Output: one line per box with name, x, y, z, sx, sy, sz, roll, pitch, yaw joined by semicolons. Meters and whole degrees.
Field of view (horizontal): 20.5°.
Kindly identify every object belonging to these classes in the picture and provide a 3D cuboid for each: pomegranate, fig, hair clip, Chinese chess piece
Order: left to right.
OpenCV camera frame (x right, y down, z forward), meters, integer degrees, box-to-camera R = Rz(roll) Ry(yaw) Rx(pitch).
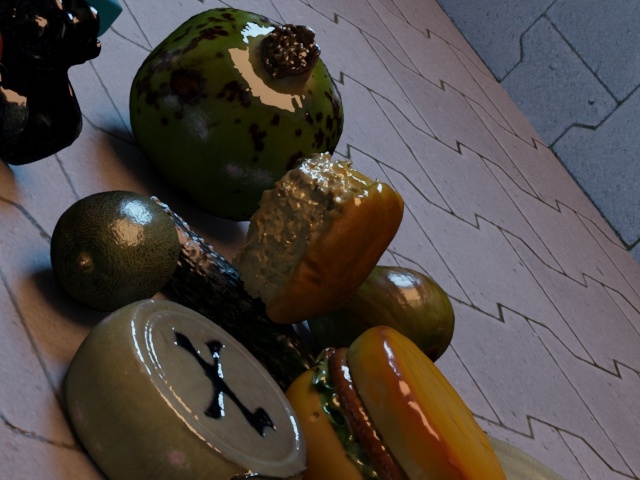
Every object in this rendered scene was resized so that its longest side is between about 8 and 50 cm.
hair clip;-0.332;-0.233;1.731;0.310;0.206;0.194;51;19;19
Chinese chess piece;-0.112;0.157;1.537;0.238;0.092;0.238;41;18;-16
pomegranate;-0.090;-0.154;2.036;0.254;0.270;0.254;16;51;-21
fig;0.028;0.060;2.019;0.259;0.151;0.151;37;13;25

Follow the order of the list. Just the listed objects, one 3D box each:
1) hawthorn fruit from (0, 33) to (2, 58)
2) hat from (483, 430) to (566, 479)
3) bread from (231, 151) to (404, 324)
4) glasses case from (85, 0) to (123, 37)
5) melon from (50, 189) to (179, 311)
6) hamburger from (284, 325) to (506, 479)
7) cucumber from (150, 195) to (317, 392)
hawthorn fruit;-0.379;-0.166;1.564;0.189;0.189;0.251;42;-2;-10
hat;0.201;0.313;1.865;0.252;0.110;0.252;32;14;-9
bread;0.000;0.000;1.835;0.121;0.174;0.245;29;7;8
glasses case;-0.382;-0.349;2.136;0.301;0.070;0.117;28;19;-40
melon;-0.193;0.009;1.653;0.114;0.114;0.167;47;17;6
hamburger;0.060;0.211;1.672;0.246;0.170;0.246;54;11;-16
cucumber;-0.087;0.073;1.837;0.293;0.067;0.067;43;17;-8
